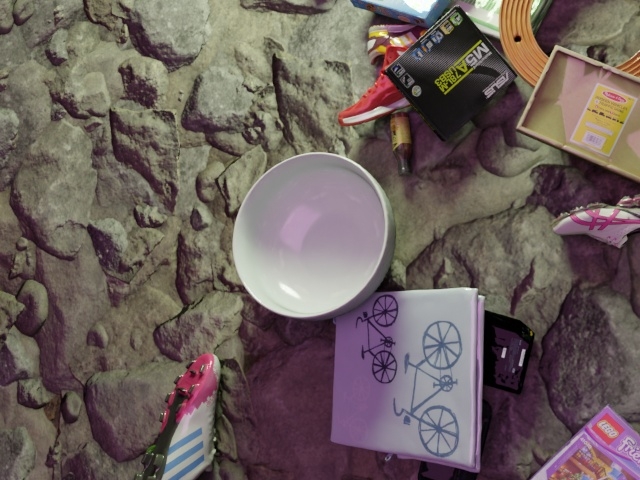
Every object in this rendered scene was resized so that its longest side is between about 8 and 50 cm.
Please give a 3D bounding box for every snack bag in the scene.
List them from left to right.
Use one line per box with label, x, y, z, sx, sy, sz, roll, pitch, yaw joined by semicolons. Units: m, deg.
snack bag;0.154;0.255;1.392;0.342;0.037;0.323;-5;80;40

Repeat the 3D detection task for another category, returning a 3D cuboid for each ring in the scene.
ring;0.505;-0.417;1.363;0.336;0.032;0.337;-1;84;13

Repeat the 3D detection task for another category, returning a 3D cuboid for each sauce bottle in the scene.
sauce bottle;0.166;-0.197;1.491;0.042;0.042;0.128;-9;76;22

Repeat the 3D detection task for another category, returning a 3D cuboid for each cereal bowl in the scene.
cereal bowl;0.000;0.000;1.472;0.338;0.141;0.339;-6;76;24

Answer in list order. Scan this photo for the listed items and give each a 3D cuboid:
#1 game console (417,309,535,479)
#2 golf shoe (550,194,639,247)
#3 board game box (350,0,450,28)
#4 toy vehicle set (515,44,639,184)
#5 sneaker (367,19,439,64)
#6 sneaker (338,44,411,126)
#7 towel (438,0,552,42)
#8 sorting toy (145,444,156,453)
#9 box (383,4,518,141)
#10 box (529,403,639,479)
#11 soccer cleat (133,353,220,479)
game console;0.258;0.303;1.373;0.213;0.044;0.362;14;87;26
golf shoe;0.509;-0.026;1.302;0.186;0.067;0.086;-11;79;21
board game box;0.183;-0.528;1.498;0.211;0.039;0.160;31;81;38
toy vehicle set;0.509;-0.221;1.313;0.266;0.035;0.166;27;97;12
sneaker;0.186;-0.403;1.508;0.185;0.069;0.084;2;91;30
sneaker;0.125;-0.321;1.485;0.221;0.087;0.128;-20;99;6
towel;0.379;-0.566;1.461;0.247;0.038;0.325;28;93;25
sorting toy;-0.345;0.499;1.607;0.102;0.042;0.061;31;79;36
box;0.251;-0.323;1.418;0.190;0.045;0.184;-41;95;3
box;0.525;0.453;1.224;0.201;0.057;0.293;-48;67;10
soccer cleat;-0.274;0.410;1.560;0.116;0.143;0.331;-7;55;54
